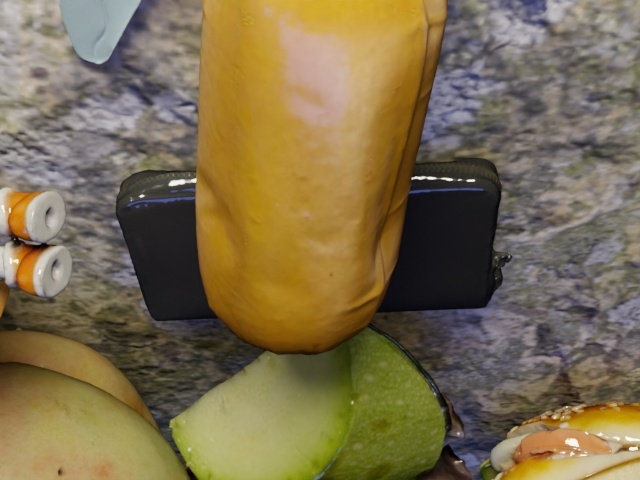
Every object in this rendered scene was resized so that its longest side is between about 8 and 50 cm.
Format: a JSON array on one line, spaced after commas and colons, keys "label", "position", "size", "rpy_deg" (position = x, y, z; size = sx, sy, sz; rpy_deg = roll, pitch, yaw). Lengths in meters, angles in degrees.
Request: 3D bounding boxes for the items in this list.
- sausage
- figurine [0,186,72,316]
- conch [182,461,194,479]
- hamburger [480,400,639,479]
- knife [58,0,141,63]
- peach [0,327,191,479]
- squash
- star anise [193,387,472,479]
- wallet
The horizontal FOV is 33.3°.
[{"label": "sausage", "position": [-0.002, -0.069, 0.506], "size": [0.112, 0.112, 0.328], "rpy_deg": [3, 138, -5]}, {"label": "figurine", "position": [-0.269, -0.005, 0.607], "size": [0.271, 0.143, 0.143], "rpy_deg": [6, 154, 29]}, {"label": "conch", "position": [-0.109, 0.269, 1.076], "size": [0.094, 0.104, 0.176], "rpy_deg": [-18, 147, -8]}, {"label": "hamburger", "position": [0.262, 0.222, 0.959], "size": [0.236, 0.147, 0.237], "rpy_deg": [-9, 157, -4]}, {"label": "knife", "position": [-0.070, -0.151, 0.453], "size": [0.063, 0.035, 0.260], "rpy_deg": [22, 145, -26]}, {"label": "peach", "position": [-0.225, 0.207, 0.792], "size": [0.247, 0.292, 0.292], "rpy_deg": [-49, 135, 4]}, {"label": "squash", "position": [0.008, 0.163, 0.791], "size": [0.192, 0.085, 0.184], "rpy_deg": [-37, 118, 26]}, {"label": "star anise", "position": [0.012, 0.178, 0.921], "size": [0.223, 0.109, 0.236], "rpy_deg": [23, 128, -26]}, {"label": "wallet", "position": [0.000, 0.000, 0.688], "size": [0.250, 0.044, 0.149], "rpy_deg": [-3, 144, 4]}]
